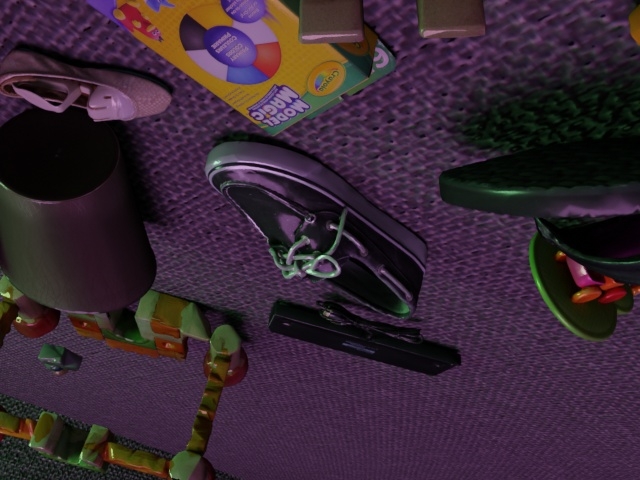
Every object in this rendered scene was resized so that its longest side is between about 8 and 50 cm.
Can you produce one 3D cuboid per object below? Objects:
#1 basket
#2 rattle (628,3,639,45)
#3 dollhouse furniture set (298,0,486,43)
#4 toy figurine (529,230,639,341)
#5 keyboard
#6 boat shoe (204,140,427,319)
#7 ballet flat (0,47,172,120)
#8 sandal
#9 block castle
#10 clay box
[{"bbox_3d":[-0.292,-0.033,0.747,0.204,0.154,0.227,19,147,-3],"label":"basket"},{"bbox_3d":[0.336,-0.120,0.428,0.199,0.130,0.142,-7,179,-28],"label":"rattle"},{"bbox_3d":[-0.014,-0.247,0.322,0.259,0.135,0.262,-2,149,4],"label":"dollhouse furniture set"},{"bbox_3d":[0.324,0.011,0.627,0.173,0.130,0.159,7,149,-36],"label":"toy figurine"},{"bbox_3d":[0.074,0.154,1.036,0.317,0.033,0.201,16,157,-6],"label":"keyboard"},{"bbox_3d":[-0.002,0.001,0.726,0.306,0.105,0.113,33,145,-32],"label":"boat shoe"},{"bbox_3d":[-0.232,-0.141,0.626,0.168,0.052,0.057,13,150,0],"label":"ballet flat"},{"bbox_3d":[0.308,-0.020,0.478,0.445,0.167,0.107,1,106,22],"label":"sandal"},{"bbox_3d":[-0.371,0.251,1.109,0.453,0.303,0.213,15,151,0],"label":"block castle"},{"bbox_3d":[-0.056,-0.167,0.511,0.222,0.053,0.127,33,145,-30],"label":"clay box"}]
